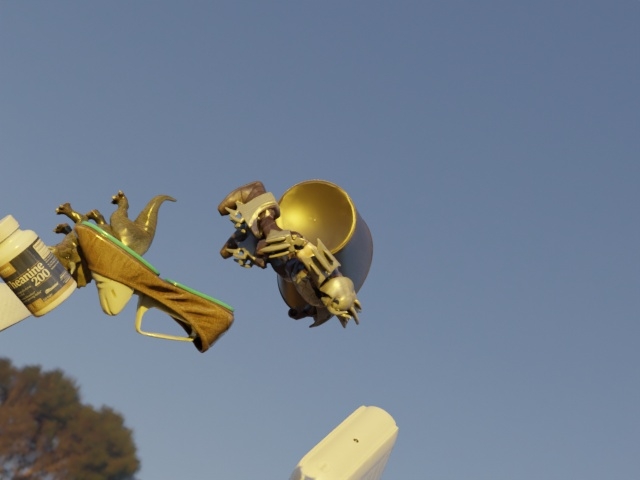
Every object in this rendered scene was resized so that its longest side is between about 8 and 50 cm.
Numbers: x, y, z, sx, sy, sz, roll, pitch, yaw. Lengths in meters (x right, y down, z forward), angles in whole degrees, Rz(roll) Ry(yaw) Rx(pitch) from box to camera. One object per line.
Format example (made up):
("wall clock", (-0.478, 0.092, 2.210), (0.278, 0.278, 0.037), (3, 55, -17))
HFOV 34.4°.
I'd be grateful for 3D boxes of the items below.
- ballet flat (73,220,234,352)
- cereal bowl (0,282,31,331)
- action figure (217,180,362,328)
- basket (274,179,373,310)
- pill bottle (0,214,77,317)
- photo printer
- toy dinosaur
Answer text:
("ballet flat", (-0.310, 0.100, 1.840), (0.342, 0.124, 0.116), (34, -13, -28))
("cereal bowl", (-0.876, 0.194, 2.509), (0.339, 0.339, 0.141), (-25, -88, 47))
("action figure", (-0.041, 0.033, 1.434), (0.285, 0.099, 0.185), (39, -26, 45))
("basket", (0.000, 0.000, 1.665), (0.154, 0.204, 0.227), (24, -16, 11))
("pill bottle", (-0.360, 0.030, 1.266), (0.067, 0.067, 0.120), (-20, -68, 45))
("photo printer", (0.016, 0.489, 2.010), (0.107, 0.307, 0.256), (30, -59, 20))
("toy dinosaur", (-0.397, 0.001, 1.919), (0.160, 0.314, 0.121), (56, -44, 19))
